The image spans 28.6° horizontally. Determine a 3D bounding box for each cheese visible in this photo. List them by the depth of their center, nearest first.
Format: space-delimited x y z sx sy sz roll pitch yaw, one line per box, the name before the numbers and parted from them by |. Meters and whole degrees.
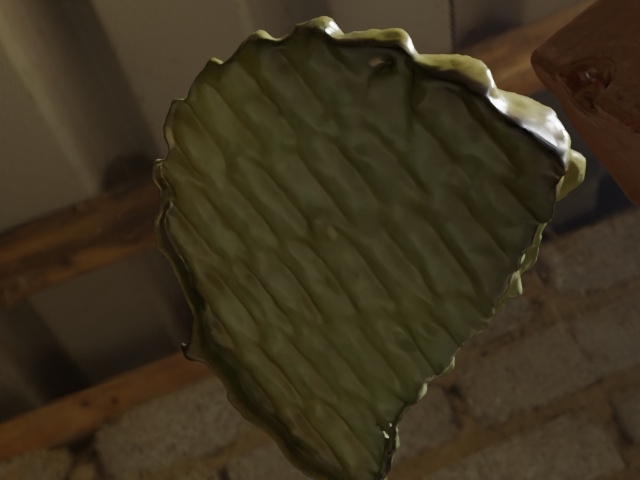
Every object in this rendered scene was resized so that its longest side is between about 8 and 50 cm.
cheese | 0.261 -0.057 0.835 0.128 0.203 0.177 -39 -50 -4

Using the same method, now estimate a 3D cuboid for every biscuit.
biscuit | 0.000 0.000 0.580 0.036 0.187 0.273 -41 -14 -41
